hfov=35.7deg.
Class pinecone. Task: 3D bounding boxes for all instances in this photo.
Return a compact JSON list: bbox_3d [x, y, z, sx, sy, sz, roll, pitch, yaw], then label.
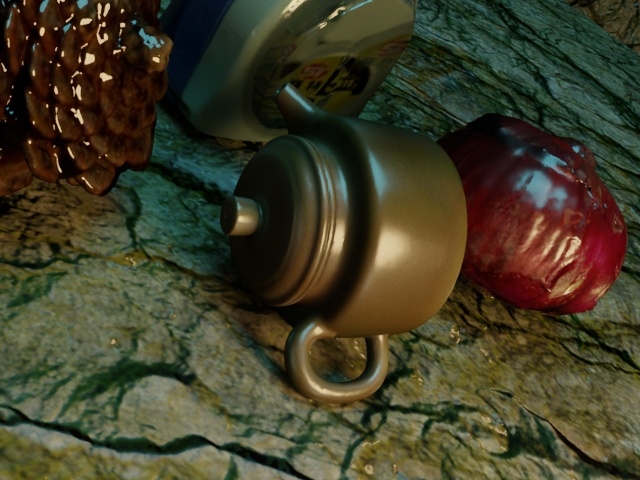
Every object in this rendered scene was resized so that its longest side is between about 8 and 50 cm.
[{"bbox_3d":[-0.254,-0.179,0.761,0.296,0.298,0.242,38,69,26],"label":"pinecone"}]

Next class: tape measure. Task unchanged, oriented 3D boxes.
[{"bbox_3d":[-0.021,-0.223,1.064,0.259,0.262,0.138,-13,63,-51],"label":"tape measure"}]

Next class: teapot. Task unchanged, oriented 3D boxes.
[{"bbox_3d":[0.000,0.000,0.821,0.175,0.186,0.267,5,75,-31],"label":"teapot"}]

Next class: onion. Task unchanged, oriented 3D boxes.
[{"bbox_3d":[0.210,-0.030,1.045,0.246,0.190,0.246,36,12,-9],"label":"onion"}]
